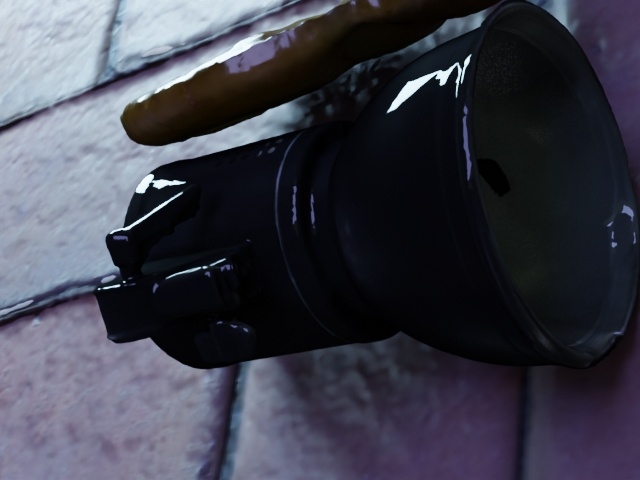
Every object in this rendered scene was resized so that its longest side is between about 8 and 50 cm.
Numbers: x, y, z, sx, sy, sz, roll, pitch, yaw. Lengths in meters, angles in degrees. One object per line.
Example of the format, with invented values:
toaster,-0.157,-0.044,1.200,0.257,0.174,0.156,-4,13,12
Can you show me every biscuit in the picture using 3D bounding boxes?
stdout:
biscuit,-0.006,-0.090,0.719,0.203,0.041,0.260,-31,6,-22

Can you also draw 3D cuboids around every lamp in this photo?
lamp,0.000,0.000,0.632,0.227,0.147,0.172,-13,10,33
